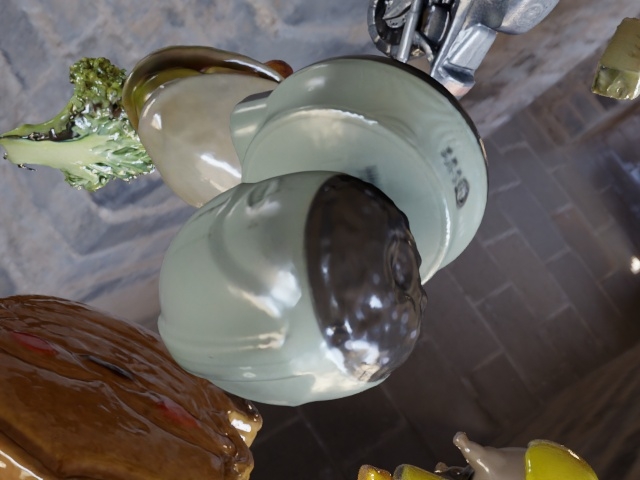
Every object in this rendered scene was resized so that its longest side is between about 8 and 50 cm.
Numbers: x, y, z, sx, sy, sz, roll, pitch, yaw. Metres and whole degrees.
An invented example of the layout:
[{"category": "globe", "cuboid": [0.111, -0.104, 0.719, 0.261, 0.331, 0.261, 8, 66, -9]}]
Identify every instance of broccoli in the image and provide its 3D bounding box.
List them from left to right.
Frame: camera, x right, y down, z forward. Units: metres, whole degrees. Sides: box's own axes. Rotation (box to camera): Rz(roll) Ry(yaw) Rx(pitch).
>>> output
[{"category": "broccoli", "cuboid": [-0.412, -0.215, 1.644, 0.273, 0.242, 0.180, 2, 57, -8]}]

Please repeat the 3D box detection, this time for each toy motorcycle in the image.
[{"category": "toy motorcycle", "cuboid": [0.169, -0.259, 0.896, 0.108, 0.307, 0.173, 2, 53, -48]}]

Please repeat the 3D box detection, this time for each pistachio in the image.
[{"category": "pistachio", "cuboid": [-0.117, -0.134, 1.190, 0.166, 0.197, 0.288, 50, 11, 35]}]

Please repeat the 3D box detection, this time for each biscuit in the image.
[{"category": "biscuit", "cuboid": [-0.223, 0.157, 0.944, 0.349, 0.078, 0.455, 25, 8, -4]}, {"category": "biscuit", "cuboid": [0.371, -0.220, 1.132, 0.056, 0.052, 0.188, 20, 37, 18]}]

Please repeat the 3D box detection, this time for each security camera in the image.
[{"category": "security camera", "cuboid": [0.000, 0.000, 0.676, 0.277, 0.191, 0.197, -54, 129, -49]}]

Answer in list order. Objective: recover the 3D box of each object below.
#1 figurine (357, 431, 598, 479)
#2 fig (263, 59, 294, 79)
[{"category": "figurine", "cuboid": [0.212, 0.358, 1.281, 0.343, 0.215, 0.187, 6, 68, -9]}, {"category": "fig", "cuboid": [-0.115, -0.287, 1.875, 0.119, 0.153, 0.119, -17, 90, -73]}]
